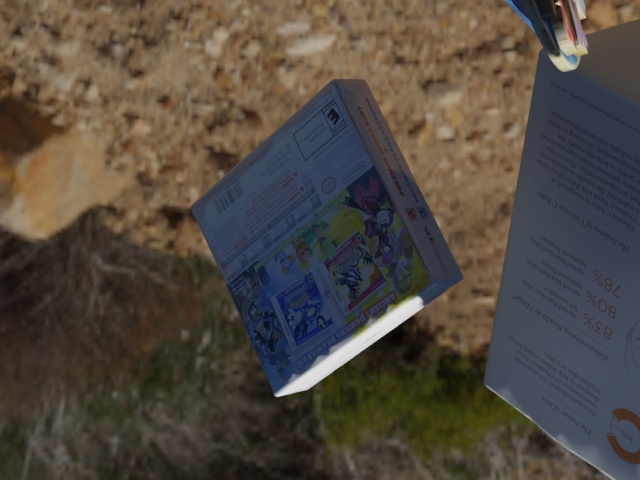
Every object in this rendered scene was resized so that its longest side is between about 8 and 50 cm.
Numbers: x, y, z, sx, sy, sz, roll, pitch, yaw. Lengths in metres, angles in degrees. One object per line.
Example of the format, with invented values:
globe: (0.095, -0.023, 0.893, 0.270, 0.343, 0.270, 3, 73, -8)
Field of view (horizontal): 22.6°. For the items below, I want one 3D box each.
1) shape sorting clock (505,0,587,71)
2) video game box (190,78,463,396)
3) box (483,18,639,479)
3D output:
shape sorting clock: (0.123, -0.200, 0.946, 0.040, 0.206, 0.206, -11, 133, 19)
video game box: (0.000, 0.000, 1.302, 0.048, 0.187, 0.205, -4, 154, -46)
box: (0.290, 0.014, 1.357, 0.168, 0.215, 0.345, -20, 130, -35)
